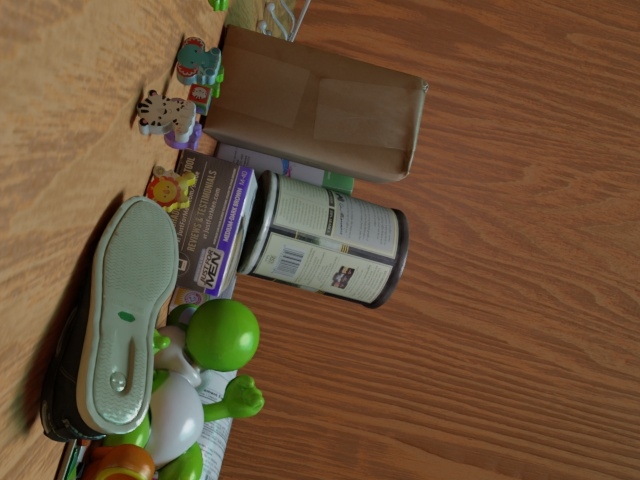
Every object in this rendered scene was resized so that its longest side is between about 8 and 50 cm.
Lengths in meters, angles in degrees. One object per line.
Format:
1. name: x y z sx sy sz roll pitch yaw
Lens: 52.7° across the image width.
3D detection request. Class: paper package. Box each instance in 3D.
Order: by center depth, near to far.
1. paper package: -0.014 -0.213 1.107 0.309 0.325 0.168 -127 -129 -85

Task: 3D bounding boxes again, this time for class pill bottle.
1. pill bottle: -0.228 0.300 1.051 0.160 0.160 0.283 110 -7 -52

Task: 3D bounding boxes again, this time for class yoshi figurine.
1. yoshi figurine: -0.177 0.199 0.888 0.362 0.203 0.203 -87 -174 -56

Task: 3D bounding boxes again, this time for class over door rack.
1. over door rack: -0.056 -0.545 1.481 0.324 0.108 0.239 -46 -159 36

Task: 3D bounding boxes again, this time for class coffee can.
1. coffee can: 0.000 0.000 1.226 0.201 0.275 0.201 -164 -90 -73

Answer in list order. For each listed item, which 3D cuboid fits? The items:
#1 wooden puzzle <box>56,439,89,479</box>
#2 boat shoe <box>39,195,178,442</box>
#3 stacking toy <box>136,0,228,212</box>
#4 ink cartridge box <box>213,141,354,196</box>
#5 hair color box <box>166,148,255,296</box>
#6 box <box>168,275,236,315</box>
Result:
1. wooden puzzle: -0.254 0.223 0.673 0.078 0.014 0.116 126 -22 -78
2. boat shoe: -0.183 0.058 0.561 0.079 0.084 0.233 -25 -135 32
3. stacking toy: -0.142 -0.159 0.689 0.167 0.052 0.221 118 -16 -66
4. ink cartridge box: -0.081 -0.130 1.353 0.201 0.278 0.117 113 -13 -64
5. hair color box: -0.172 -0.022 1.024 0.339 0.110 0.185 176 -70 -87
6. box: -0.236 0.158 1.254 0.114 0.103 0.203 -81 -173 -47
